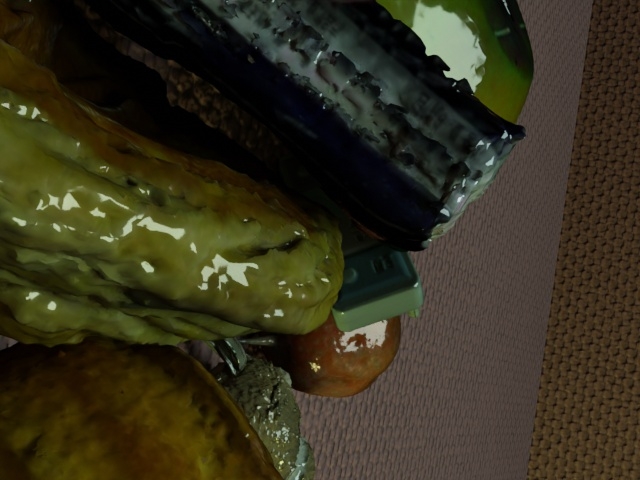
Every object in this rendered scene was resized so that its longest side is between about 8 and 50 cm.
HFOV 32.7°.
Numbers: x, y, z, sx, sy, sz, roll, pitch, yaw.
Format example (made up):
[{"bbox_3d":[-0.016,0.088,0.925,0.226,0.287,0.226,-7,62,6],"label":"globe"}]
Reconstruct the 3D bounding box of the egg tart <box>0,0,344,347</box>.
[{"bbox_3d":[-0.139,-0.038,0.600,0.153,0.339,0.351,-51,-158,12],"label":"egg tart"}]

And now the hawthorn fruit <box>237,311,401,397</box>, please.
[{"bbox_3d":[0.004,0.098,1.103,0.189,0.149,0.149,-43,135,-57],"label":"hawthorn fruit"}]

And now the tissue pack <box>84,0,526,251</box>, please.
[{"bbox_3d":[-0.032,-0.125,0.710,0.123,0.332,0.245,-48,177,-1],"label":"tissue pack"}]

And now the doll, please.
[{"bbox_3d":[-0.066,0.167,1.001,0.115,0.105,0.221,-46,139,-45],"label":"doll"}]

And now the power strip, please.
[{"bbox_3d":[0.000,0.000,1.066,0.061,0.145,0.215,76,-5,-49],"label":"power strip"}]

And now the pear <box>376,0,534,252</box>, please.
[{"bbox_3d":[0.080,-0.206,0.987,0.399,0.165,0.398,52,26,-37],"label":"pear"}]

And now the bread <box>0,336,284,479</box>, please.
[{"bbox_3d":[-0.137,0.206,0.649,0.172,0.312,0.312,-18,113,-48],"label":"bread"}]
